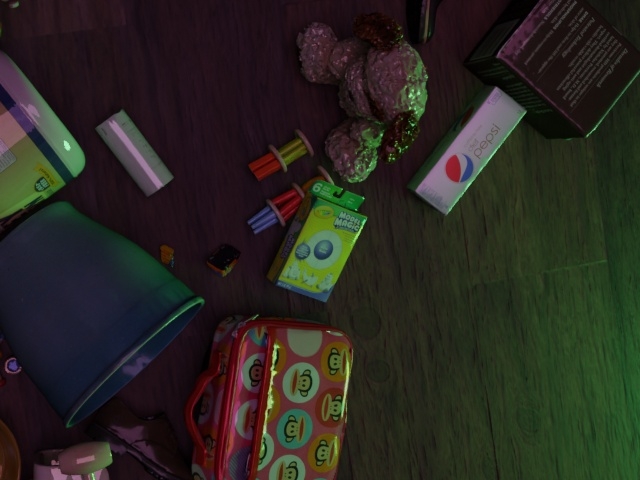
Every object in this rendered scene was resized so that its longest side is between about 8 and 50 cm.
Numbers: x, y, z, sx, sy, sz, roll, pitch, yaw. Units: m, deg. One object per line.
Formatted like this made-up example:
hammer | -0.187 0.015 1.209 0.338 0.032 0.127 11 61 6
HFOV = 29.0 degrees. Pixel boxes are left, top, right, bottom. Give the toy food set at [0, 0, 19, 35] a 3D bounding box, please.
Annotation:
toy food set | -0.536 -0.300 1.824 0.218 0.128 0.071 -22 118 -16

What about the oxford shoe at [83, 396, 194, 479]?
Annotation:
oxford shoe | -0.248 0.323 1.936 0.227 0.083 0.096 37 74 -16

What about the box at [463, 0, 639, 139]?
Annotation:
box | 0.375 -0.289 2.000 0.203 0.168 0.167 39 85 -12

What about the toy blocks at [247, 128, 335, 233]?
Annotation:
toy blocks | -0.067 -0.089 1.968 0.148 0.054 0.123 -34 100 -9

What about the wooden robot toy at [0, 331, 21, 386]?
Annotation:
wooden robot toy | -0.501 0.191 1.871 0.173 0.079 0.076 -23 97 -10

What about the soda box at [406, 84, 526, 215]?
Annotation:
soda box | 0.235 -0.149 2.011 0.069 0.074 0.216 38 92 -12

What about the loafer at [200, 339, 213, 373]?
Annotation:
loafer | -0.151 0.239 1.970 0.061 0.062 0.170 -3 97 -35

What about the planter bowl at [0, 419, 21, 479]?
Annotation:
planter bowl | -0.565 0.340 1.847 0.217 0.090 0.217 -3 96 -29

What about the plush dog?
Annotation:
plush dog | 0.098 -0.234 1.910 0.211 0.225 0.262 -17 96 -11

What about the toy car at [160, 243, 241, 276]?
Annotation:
toy car | -0.191 0.026 1.965 0.122 0.060 0.040 16 134 3

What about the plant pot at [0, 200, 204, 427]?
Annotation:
plant pot | -0.356 0.091 1.820 0.272 0.271 0.255 -43 85 -7

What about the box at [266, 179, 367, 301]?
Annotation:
box | 0.000 0.000 1.965 0.105 0.043 0.179 20 98 -31

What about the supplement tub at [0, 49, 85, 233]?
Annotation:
supplement tub | -0.523 -0.102 1.774 0.316 0.228 0.228 -39 100 -8

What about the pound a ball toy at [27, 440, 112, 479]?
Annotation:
pound a ball toy | -0.383 0.441 1.844 0.136 0.208 0.319 -1 94 -13

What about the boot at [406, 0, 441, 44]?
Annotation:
boot | 0.216 -0.412 2.010 0.137 0.077 0.197 5 93 -18

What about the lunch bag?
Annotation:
lunch bag | -0.089 0.259 1.914 0.258 0.120 0.293 8 89 -33

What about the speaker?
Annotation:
speaker | -0.287 -0.135 1.915 0.055 0.055 0.136 -38 101 -8
